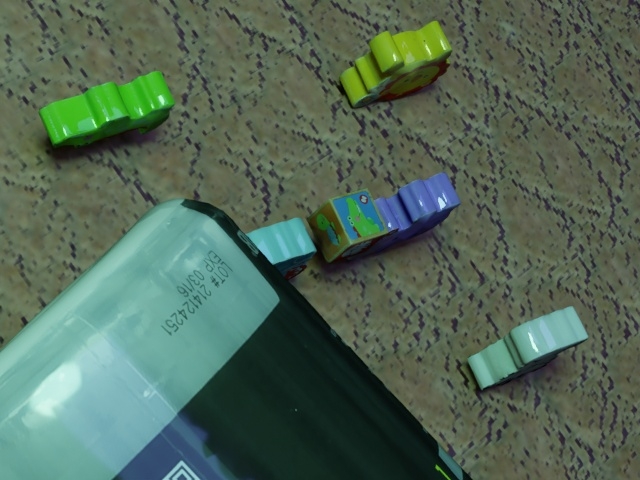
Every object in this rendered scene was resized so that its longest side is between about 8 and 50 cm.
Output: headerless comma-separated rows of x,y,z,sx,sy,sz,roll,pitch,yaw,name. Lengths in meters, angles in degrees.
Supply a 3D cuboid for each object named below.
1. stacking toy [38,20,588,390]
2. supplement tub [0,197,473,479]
0.000,0.000,0.809,0.221,0.052,0.167,-15,75,-35,stacking toy
-0.008,0.157,0.630,0.316,0.193,0.193,47,51,-4,supplement tub
